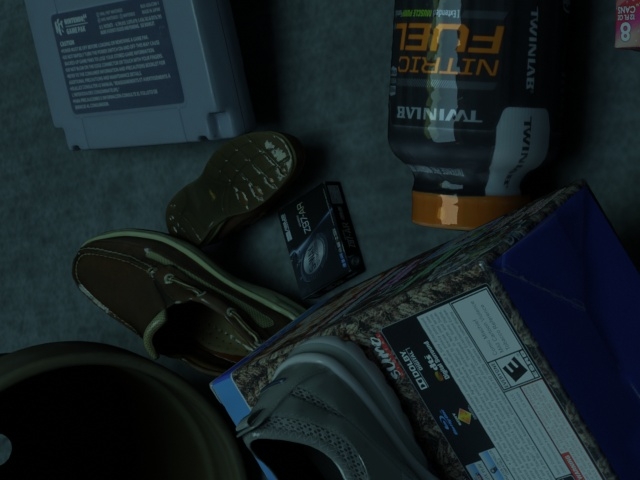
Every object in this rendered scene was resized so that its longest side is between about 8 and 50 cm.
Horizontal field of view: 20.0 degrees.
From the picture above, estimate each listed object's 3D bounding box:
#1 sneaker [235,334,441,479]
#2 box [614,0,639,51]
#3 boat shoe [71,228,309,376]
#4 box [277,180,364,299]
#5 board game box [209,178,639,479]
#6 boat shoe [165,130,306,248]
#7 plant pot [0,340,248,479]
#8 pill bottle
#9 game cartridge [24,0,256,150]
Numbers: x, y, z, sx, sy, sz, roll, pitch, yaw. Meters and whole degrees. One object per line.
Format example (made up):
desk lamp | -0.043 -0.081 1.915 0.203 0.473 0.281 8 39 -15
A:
sneaker | 0.041 0.205 1.199 0.281 0.115 0.105 51 134 3
box | 0.317 -0.178 1.120 0.257 0.123 0.128 6 96 47
boat shoe | -0.124 0.059 1.573 0.257 0.095 0.095 18 118 28
box | 0.000 0.000 1.548 0.067 0.018 0.083 -30 69 43
board game box | 0.107 0.128 1.284 0.291 0.141 0.232 -26 97 44
boat shoe | -0.067 -0.048 1.588 0.178 0.060 0.064 -36 74 45
plant pot | -0.263 0.230 1.664 0.280 0.323 0.323 21 106 63
pill bottle | 0.117 -0.129 1.336 0.130 0.130 0.245 8 97 47
game cartridge | -0.171 -0.184 1.659 0.294 0.060 0.196 1 110 53
